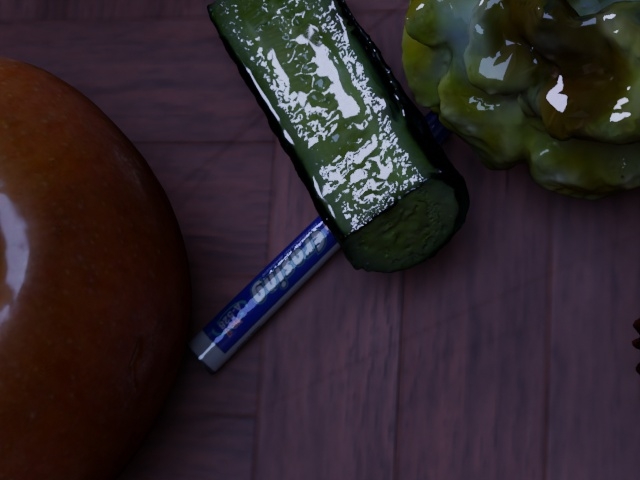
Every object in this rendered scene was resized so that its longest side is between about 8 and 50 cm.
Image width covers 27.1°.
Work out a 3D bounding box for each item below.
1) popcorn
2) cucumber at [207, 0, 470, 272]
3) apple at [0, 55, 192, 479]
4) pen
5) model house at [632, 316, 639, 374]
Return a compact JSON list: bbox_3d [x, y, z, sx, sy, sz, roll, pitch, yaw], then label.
[{"bbox_3d":[0.138,-0.114,0.694,0.198,0.212,0.198,3,111,8],"label":"popcorn"},{"bbox_3d":[0.009,-0.078,0.769,0.078,0.062,0.211,-34,53,7],"label":"cucumber"},{"bbox_3d":[-0.199,0.026,0.726,0.252,0.206,0.272,-6,75,8],"label":"apple"},{"bbox_3d":[0.000,0.000,0.780,0.204,0.025,0.025,-45,72,0],"label":"pen"},{"bbox_3d":[0.264,-0.030,0.642,0.160,0.196,0.254,17,81,17],"label":"model house"}]
